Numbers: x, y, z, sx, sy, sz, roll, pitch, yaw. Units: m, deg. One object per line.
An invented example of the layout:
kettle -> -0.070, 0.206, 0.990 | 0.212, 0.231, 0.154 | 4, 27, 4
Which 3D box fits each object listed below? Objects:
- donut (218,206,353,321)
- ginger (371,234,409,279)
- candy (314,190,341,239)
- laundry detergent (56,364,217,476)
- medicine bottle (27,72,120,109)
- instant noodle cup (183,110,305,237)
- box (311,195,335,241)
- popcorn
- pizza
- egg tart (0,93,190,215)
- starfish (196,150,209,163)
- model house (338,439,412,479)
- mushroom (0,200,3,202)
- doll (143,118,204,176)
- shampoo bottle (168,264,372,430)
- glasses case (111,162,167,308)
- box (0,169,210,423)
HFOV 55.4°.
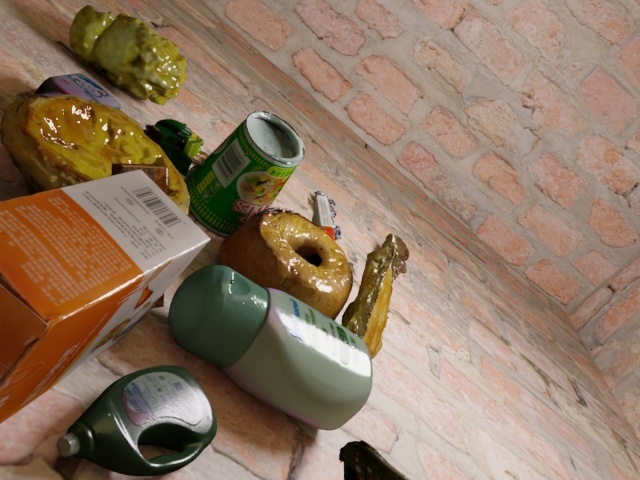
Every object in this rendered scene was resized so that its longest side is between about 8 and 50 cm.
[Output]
donut -> -0.066, 0.061, 1.254 | 0.299, 0.150, 0.317 | 28, 24, -30
ginger -> 0.235, 0.047, 1.922 | 0.122, 0.084, 0.290 | 38, 19, 6
candy -> 0.022, -0.083, 1.852 | 0.094, 0.051, 0.226 | 43, 19, -31
laundry detergent -> -0.223, 0.230, 0.751 | 0.137, 0.063, 0.211 | 55, 23, 15
medicine bottle -> -0.488, -0.253, 1.185 | 0.119, 0.094, 0.188 | 38, 20, -5
instant noodle cup -> -0.160, -0.152, 1.319 | 0.207, 0.232, 0.207 | 25, 43, -25
box -> 0.000, 0.000, 1.521 | 0.035, 0.139, 0.245 | 8, 30, -8
popcorn -> -0.474, -0.467, 1.551 | 0.286, 0.174, 0.225 | 29, 6, -6
pizza -> 0.106, 0.124, 1.293 | 0.075, 0.288, 0.280 | 13, -12, 17
egg tart -> -0.382, -0.110, 1.039 | 0.341, 0.132, 0.341 | 36, 24, -18
starfish -> -0.228, -0.162, 1.526 | 0.235, 0.062, 0.277 | 26, 33, -41
model house -> 0.044, 0.396, 0.648 | 0.154, 0.294, 0.207 | -18, 27, -35
mushroom -> -0.458, -0.008, 0.769 | 0.129, 0.073, 0.088 | -23, 46, -32
doll -> -0.329, -0.215, 1.373 | 0.134, 0.106, 0.186 | 25, 22, -4
shampoo bottle -> -0.085, 0.166, 1.004 | 0.349, 0.151, 0.222 | 33, 28, -22
glasses case -> -0.275, -0.006, 0.918 | 0.075, 0.218, 0.049 | -4, 12, -40
box -> -0.306, 0.060, 0.703 | 0.143, 0.225, 0.341 | 44, 20, 2
